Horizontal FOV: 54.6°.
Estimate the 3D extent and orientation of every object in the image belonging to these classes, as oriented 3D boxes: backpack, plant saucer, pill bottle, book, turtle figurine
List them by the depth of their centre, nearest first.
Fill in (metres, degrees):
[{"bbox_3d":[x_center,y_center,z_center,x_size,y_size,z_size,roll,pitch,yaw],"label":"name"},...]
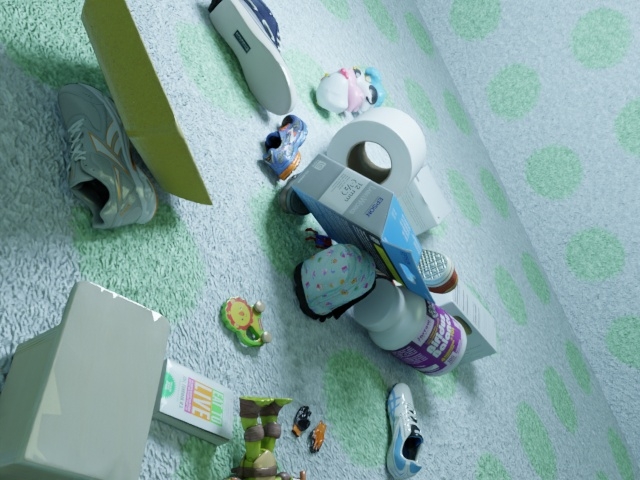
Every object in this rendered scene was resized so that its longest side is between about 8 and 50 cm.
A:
[{"bbox_3d":[-0.206,0.265,1.015,0.144,0.035,0.096,37,35,-34],"label":"book"},{"bbox_3d":[-0.092,0.374,1.036,0.269,0.087,0.217,18,69,-47],"label":"turtle figurine"},{"bbox_3d":[-0.303,-0.240,1.072,0.332,0.081,0.332,95,-29,-73],"label":"plant saucer"},{"bbox_3d":[0.032,0.083,1.357,0.115,0.182,0.152,16,54,-50],"label":"backpack"},{"bbox_3d":[0.222,0.214,1.550,0.301,0.169,0.169,35,40,-37],"label":"pill bottle"}]

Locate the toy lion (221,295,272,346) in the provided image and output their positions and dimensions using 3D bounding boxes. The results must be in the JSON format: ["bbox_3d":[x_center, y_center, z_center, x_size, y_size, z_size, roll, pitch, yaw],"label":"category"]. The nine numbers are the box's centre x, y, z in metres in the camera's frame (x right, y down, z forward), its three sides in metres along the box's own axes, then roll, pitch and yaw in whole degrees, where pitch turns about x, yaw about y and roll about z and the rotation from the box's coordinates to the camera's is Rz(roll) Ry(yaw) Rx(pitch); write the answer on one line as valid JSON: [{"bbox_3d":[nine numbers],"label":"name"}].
[{"bbox_3d":[-0.146,0.155,1.189,0.096,0.034,0.100,3,64,-47],"label":"toy lion"}]

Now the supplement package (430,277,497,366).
[{"bbox_3d":[0.396,0.231,1.825,0.244,0.139,0.134,46,34,-23],"label":"supplement package"}]

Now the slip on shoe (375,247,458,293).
[{"bbox_3d":[0.207,0.056,1.560,0.101,0.331,0.123,44,74,-40],"label":"slip on shoe"}]

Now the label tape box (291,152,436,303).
[{"bbox_3d":[0.125,-0.028,1.397,0.348,0.115,0.249,31,-13,35],"label":"label tape box"}]

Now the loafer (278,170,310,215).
[{"bbox_3d":[-0.040,-0.127,1.537,0.267,0.084,0.096,-35,128,-55],"label":"loafer"}]

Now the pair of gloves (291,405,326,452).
[{"bbox_3d":[-0.022,0.371,1.221,0.083,0.010,0.074,49,34,-16],"label":"pair of gloves"}]

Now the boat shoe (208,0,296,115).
[{"bbox_3d":[-0.135,-0.489,1.603,0.158,0.127,0.340,-34,95,-51],"label":"boat shoe"}]

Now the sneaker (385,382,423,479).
[{"bbox_3d":[0.201,0.432,1.432,0.085,0.086,0.237,41,36,-29],"label":"sneaker"}]

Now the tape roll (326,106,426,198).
[{"bbox_3d":[0.158,-0.236,1.734,0.246,0.246,0.169,57,32,-9],"label":"tape roll"}]

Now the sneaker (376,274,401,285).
[{"bbox_3d":[0.190,0.108,1.709,0.161,0.057,0.075,55,15,-9],"label":"sneaker"}]

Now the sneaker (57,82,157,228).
[{"bbox_3d":[-0.373,-0.138,1.018,0.121,0.099,0.262,-29,90,-55],"label":"sneaker"}]

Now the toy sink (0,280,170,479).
[{"bbox_3d":[-0.314,0.196,0.808,0.153,0.131,0.234,35,45,-38],"label":"toy sink"}]

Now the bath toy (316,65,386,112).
[{"bbox_3d":[0.093,-0.482,1.944,0.151,0.129,0.348,32,26,16],"label":"bath toy"}]

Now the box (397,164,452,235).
[{"bbox_3d":[0.315,-0.127,2.002,0.181,0.119,0.182,61,31,-3],"label":"box"}]

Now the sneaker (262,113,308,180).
[{"bbox_3d":[-0.090,-0.250,1.539,0.087,0.083,0.221,35,36,-26],"label":"sneaker"}]

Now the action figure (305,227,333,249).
[{"bbox_3d":[0.000,0.000,1.525,0.115,0.030,0.038,26,51,-51],"label":"action figure"}]
